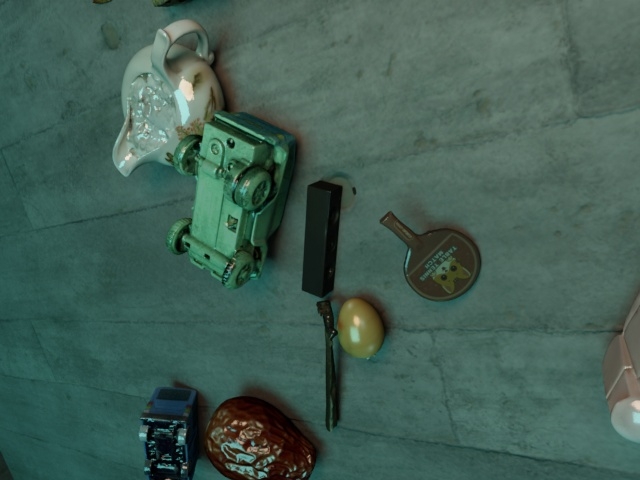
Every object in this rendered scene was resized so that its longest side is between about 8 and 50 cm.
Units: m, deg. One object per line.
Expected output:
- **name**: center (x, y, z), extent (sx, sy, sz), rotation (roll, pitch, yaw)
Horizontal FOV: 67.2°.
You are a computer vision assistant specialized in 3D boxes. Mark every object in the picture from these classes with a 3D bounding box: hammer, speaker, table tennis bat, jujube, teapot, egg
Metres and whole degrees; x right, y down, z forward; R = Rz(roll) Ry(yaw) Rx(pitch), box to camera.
- **hammer**: center (0.016, 0.237, 0.863), extent (0.026, 0.125, 0.298), rotation (-6, 120, -5)
- **speaker**: center (0.000, 0.000, 0.798), extent (0.046, 0.040, 0.191), rotation (17, 118, 27)
- **table tennis bat**: center (0.149, 0.003, 0.726), extent (0.169, 0.119, 0.107), rotation (39, 102, -14)
- **jujube**: center (-0.123, 0.421, 0.992), extent (0.236, 0.168, 0.168), rotation (20, 120, 7)
- **teapot**: center (-0.254, -0.232, 0.806), extent (0.204, 0.139, 0.298), rotation (43, 127, 14)
- **egg**: center (0.065, 0.141, 0.791), extent (0.080, 0.080, 0.097), rotation (3, 107, 32)

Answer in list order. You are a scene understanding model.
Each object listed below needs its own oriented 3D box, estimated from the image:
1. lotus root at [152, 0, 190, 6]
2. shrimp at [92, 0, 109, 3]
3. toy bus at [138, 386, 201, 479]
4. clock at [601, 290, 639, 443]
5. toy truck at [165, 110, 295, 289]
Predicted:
- **lotus root**: center (-0.202, -0.439, 0.731), extent (0.142, 0.070, 0.144), rotation (14, 120, 34)
- **shrimp**: center (-0.420, -0.481, 0.882), extent (0.114, 0.023, 0.083), rotation (26, 124, 17)
- **toy bus**: center (-0.358, 0.482, 1.168), extent (0.115, 0.134, 0.234), rotation (4, 115, -1)
- **clock**: center (0.492, 0.109, 0.448), extent (0.325, 0.184, 0.343), rotation (21, 124, 20)
- **toy truck**: center (-0.141, -0.062, 0.791), extent (0.154, 0.156, 0.279), rotation (28, 123, 20)
